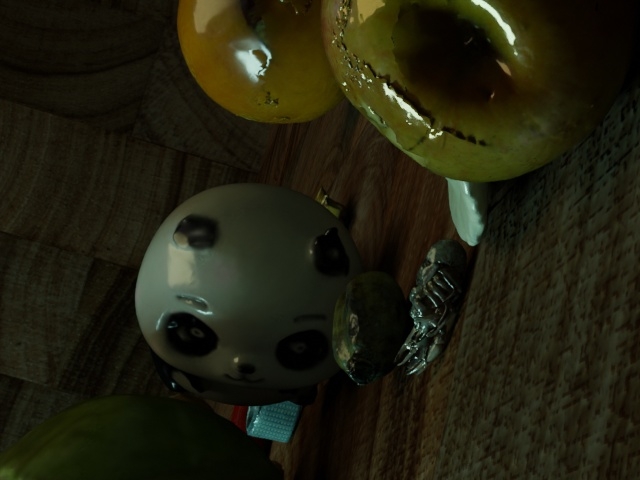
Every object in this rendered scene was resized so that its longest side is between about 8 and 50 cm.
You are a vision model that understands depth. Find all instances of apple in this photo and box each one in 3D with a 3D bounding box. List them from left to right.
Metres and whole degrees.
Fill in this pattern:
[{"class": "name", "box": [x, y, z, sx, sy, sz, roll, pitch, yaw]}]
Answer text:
[{"class": "apple", "box": [0.069, -0.099, 0.559, 0.146, 0.146, 0.147, -164, 90, -84]}]

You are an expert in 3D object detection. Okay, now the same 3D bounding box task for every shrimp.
[{"class": "shrimp", "box": [0.065, 0.045, 0.760, 0.038, 0.029, 0.092, -101, 21, -58]}]

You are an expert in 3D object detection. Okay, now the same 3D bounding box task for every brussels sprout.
[{"class": "brussels sprout", "box": [-0.158, 0.275, 1.004, 0.247, 0.328, 0.328, 21, 95, 57]}]

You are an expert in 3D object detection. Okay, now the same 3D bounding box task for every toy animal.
[{"class": "toy animal", "box": [-0.058, 0.046, 1.064, 0.235, 0.187, 0.165, 121, 154, -74]}]

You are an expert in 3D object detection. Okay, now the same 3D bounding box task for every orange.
[{"class": "orange", "box": [-0.050, -0.261, 1.554, 0.246, 0.246, 0.246, -164, 90, -84]}]

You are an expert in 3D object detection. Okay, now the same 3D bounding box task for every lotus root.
[{"class": "lotus root", "box": [0.034, 0.061, 0.868, 0.099, 0.049, 0.054, -81, 18, -52]}]

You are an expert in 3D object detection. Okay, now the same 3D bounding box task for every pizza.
[{"class": "pizza", "box": [0.001, 0.000, 1.364, 0.160, 0.035, 0.099, 114, 170, -46]}]

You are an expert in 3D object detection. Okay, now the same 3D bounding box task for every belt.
[{"class": "belt", "box": [-0.033, 0.109, 1.293, 0.100, 0.065, 0.179, -117, 45, -68]}]

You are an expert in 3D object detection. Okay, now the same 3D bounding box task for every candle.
[{"class": "candle", "box": [-0.079, 0.212, 1.461, 0.052, 0.052, 0.131, 114, 170, -52]}]

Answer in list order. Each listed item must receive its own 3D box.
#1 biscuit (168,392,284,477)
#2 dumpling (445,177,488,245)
[{"class": "biscuit", "box": [-0.104, 0.255, 1.173, 0.035, 0.162, 0.250, -134, 29, -64]}, {"class": "dumpling", "box": [0.075, -0.101, 0.734, 0.179, 0.131, 0.252, 80, 178, -56]}]
